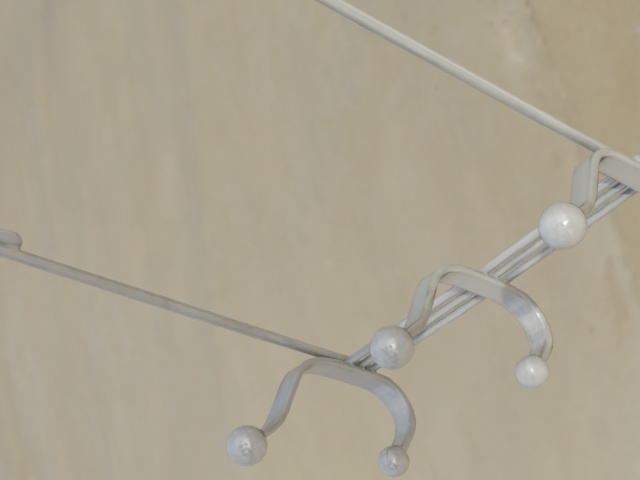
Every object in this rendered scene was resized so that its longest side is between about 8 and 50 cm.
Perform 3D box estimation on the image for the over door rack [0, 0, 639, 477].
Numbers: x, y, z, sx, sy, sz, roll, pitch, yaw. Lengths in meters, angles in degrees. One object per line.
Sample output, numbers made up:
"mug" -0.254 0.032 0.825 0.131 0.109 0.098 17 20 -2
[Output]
"over door rack" 0.000 0.000 0.713 0.239 0.324 0.108 -38 36 32
